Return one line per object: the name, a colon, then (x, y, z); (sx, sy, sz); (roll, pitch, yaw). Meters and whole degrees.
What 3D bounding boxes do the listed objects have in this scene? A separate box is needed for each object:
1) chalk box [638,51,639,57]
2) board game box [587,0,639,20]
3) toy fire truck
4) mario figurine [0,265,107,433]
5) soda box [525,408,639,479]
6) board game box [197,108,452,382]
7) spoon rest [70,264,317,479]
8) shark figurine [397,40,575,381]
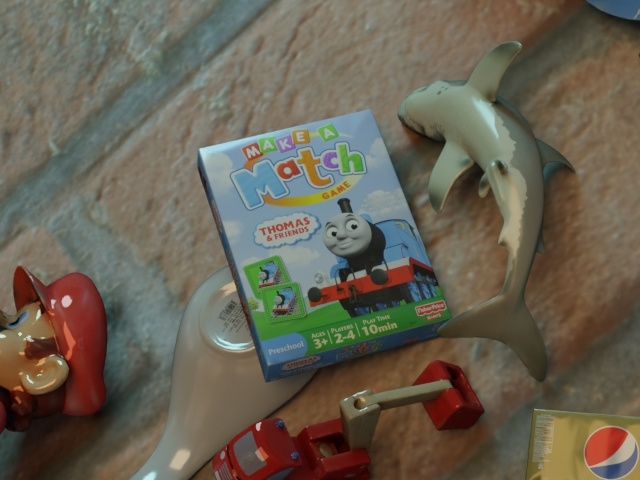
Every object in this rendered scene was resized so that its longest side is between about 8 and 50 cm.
chalk box: (0.368, -0.175, 1.160); (0.132, 0.132, 0.213); (34, 83, 27)
board game box: (0.293, -0.257, 1.275); (0.133, 0.033, 0.169); (-2, 68, 25)
toy fire truck: (0.023, 0.151, 1.161); (0.135, 0.192, 0.047); (-47, 57, 31)
mario figurine: (-0.324, 0.121, 1.248); (0.320, 0.170, 0.198); (-39, 49, -25)
soda box: (0.250, 0.167, 1.113); (0.181, 0.061, 0.058); (3, 72, 21)
board game box: (0.000, 0.000, 1.250); (0.160, 0.039, 0.212); (-14, 63, -12)
spoon rest: (-0.099, 0.128, 1.259); (0.137, 0.084, 0.276); (32, 70, 26)
shark figurine: (0.164, -0.042, 1.208); (0.166, 0.116, 0.278); (-44, 47, 39)
